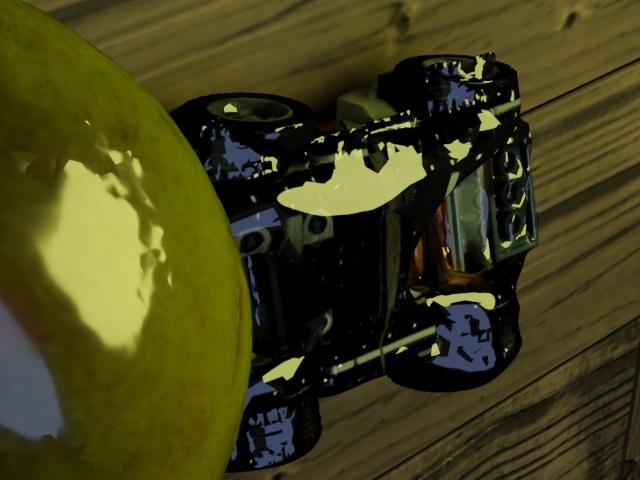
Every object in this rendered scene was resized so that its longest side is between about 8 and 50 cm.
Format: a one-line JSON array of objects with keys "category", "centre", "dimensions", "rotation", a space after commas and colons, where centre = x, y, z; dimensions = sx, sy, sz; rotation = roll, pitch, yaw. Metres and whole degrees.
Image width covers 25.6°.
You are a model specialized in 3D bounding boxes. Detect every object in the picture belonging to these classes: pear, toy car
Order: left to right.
[{"category": "pear", "centre": [-0.157, 0.045, 0.514], "dimensions": [0.269, 0.269, 0.321], "rotation": [-41, 138, -17]}, {"category": "toy car", "centre": [-0.002, 0.000, 0.746], "dimensions": [0.301, 0.118, 0.193], "rotation": [-15, 117, -38]}]
